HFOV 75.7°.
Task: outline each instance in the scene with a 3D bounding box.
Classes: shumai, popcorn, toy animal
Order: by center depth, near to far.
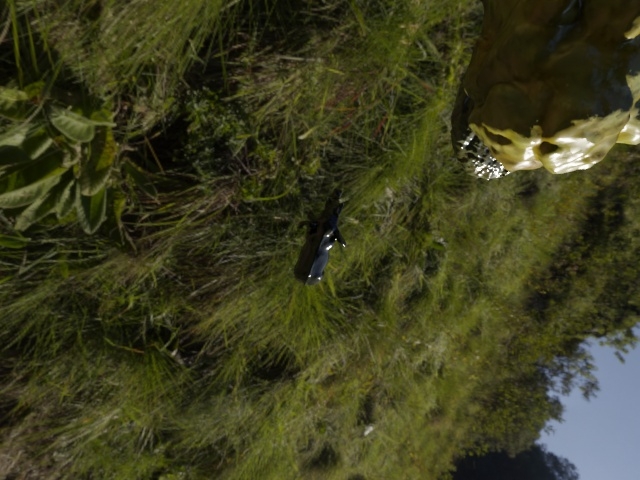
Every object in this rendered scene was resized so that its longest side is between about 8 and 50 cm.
[{"bbox_3d":[0.275,-0.220,0.452,0.252,0.214,0.287,28,71,-67],"label":"popcorn"},{"bbox_3d":[0.006,0.000,0.973,0.146,0.114,0.246,-67,167,-71],"label":"toy animal"},{"bbox_3d":[0.479,-0.371,1.167,0.289,0.291,0.330,-100,-174,-48],"label":"shumai"}]
